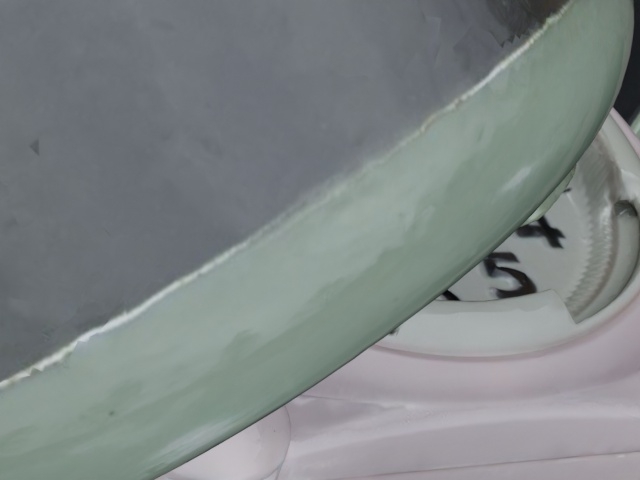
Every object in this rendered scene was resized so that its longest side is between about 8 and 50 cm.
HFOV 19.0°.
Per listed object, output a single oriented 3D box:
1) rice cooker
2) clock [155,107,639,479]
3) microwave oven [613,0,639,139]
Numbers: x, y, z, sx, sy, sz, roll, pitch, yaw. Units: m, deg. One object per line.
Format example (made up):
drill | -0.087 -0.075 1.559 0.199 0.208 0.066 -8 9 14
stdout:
rice cooker | -0.092 -0.091 0.460 0.288 0.288 0.277 -34 101 -16
clock | 0.000 0.000 0.816 0.342 0.184 0.326 2 48 -31
microwave oven | 0.123 -0.116 1.299 0.247 0.333 0.394 32 109 -1
